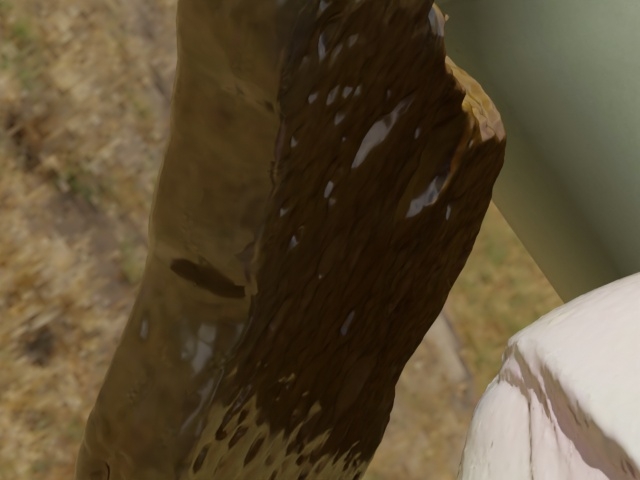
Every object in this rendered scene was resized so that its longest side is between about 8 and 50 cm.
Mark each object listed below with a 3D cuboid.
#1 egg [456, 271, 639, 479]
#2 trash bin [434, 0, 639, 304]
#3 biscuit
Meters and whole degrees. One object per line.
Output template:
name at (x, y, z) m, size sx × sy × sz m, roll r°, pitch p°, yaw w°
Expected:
egg at (0.179, 0.099, 0.631) m, size 0.271 × 0.206 × 0.162 m, roll 54°, pitch -4°, yaw 17°
trash bin at (0.212, -0.076, 1.015) m, size 0.432 × 0.280 × 0.280 m, roll 56°, pitch 33°, yaw -14°
biscuit at (-0.006, 0.004, 0.506) m, size 0.047 × 0.320 × 0.183 m, roll 27°, pitch 63°, yaw 14°
